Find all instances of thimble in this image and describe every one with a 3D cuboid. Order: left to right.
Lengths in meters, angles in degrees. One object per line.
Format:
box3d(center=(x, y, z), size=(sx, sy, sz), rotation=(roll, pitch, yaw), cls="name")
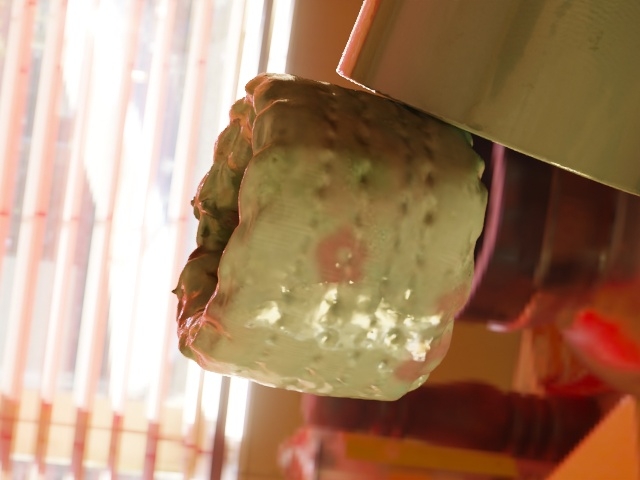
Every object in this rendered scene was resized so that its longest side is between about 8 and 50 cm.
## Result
box3d(center=(0.000, 0.000, 0.881), size=(0.211, 0.149, 0.185), rotation=(-177, 99, -76), cls="thimble")

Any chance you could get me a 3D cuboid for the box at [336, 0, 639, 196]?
box3d(center=(0.142, -0.135, 0.917), size=(0.226, 0.226, 0.149), rotation=(-128, 60, -74), cls="box")
